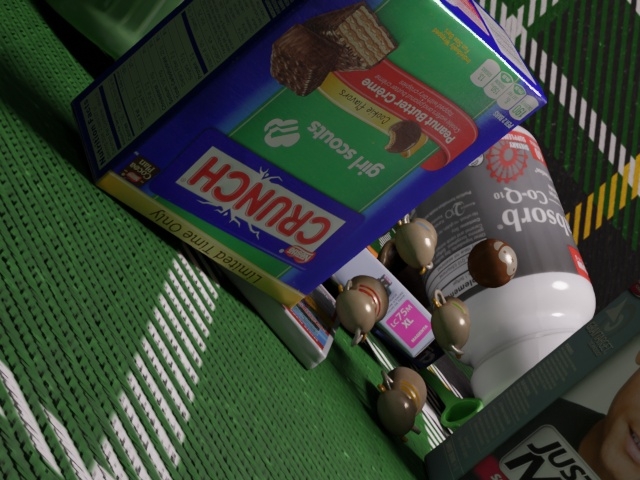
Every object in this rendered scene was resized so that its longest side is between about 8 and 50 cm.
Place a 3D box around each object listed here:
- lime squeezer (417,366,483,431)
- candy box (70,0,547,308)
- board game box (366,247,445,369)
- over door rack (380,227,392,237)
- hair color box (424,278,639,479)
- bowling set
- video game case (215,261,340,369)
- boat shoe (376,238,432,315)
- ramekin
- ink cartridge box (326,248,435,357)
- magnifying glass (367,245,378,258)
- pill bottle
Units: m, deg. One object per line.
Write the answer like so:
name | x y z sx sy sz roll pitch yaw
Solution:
lime squeezer | 0.200 0.244 1.832 0.310 0.059 0.110 54 9 36
candy box | -0.010 -0.119 1.292 0.268 0.317 0.122 34 26 -42
board game box | 0.062 0.056 2.017 0.243 0.042 0.165 54 9 35
over door rack | -0.010 -0.162 2.023 0.239 0.108 0.324 52 -13 33
hair color box | 0.310 0.189 1.501 0.185 0.374 0.113 48 7 -11
bowling set | 0.103 0.042 1.548 0.287 0.200 0.154 62 10 -1
video game case | -0.057 0.026 1.531 0.204 0.025 0.285 50 7 -1
boat shoe | 0.142 0.044 2.199 0.123 0.123 0.342 51 5 -7
ramekin | -0.162 -0.267 1.679 0.303 0.148 0.303 36 8 -6
ink cartridge box | 0.000 0.000 1.757 0.311 0.065 0.186 48 -5 -29
magnifying glass | 0.017 -0.038 2.302 0.231 0.026 0.092 46 7 -29
pill bottle | 0.240 0.041 1.948 0.210 0.210 0.363 38 31 -56
